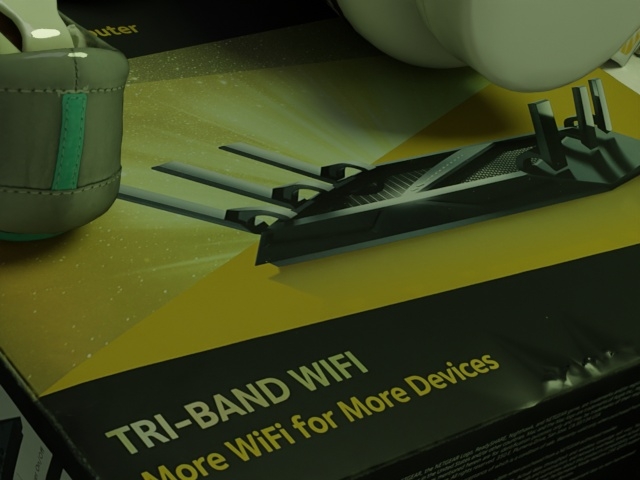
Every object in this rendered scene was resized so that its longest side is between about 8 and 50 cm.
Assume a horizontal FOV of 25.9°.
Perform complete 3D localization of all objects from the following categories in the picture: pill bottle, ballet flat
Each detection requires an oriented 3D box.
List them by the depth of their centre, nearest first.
[{"bbox_3d":[-0.119,-0.082,0.401,0.072,0.068,0.213,-15,44,-38],"label":"ballet flat"},{"bbox_3d":[0.029,-0.142,0.512,0.117,0.117,0.215,-6,37,-31],"label":"pill bottle"}]

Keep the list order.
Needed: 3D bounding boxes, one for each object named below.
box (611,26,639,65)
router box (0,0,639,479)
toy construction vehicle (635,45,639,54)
[{"bbox_3d":[0.105,-0.177,0.691,0.114,0.103,0.203,40,15,29],"label":"box"},{"bbox_3d":[0.000,0.000,0.471,0.309,0.081,0.243,-15,44,-39],"label":"router box"},{"bbox_3d":[0.199,-0.130,0.801,0.086,0.035,0.098,0,37,-40],"label":"toy construction vehicle"}]
